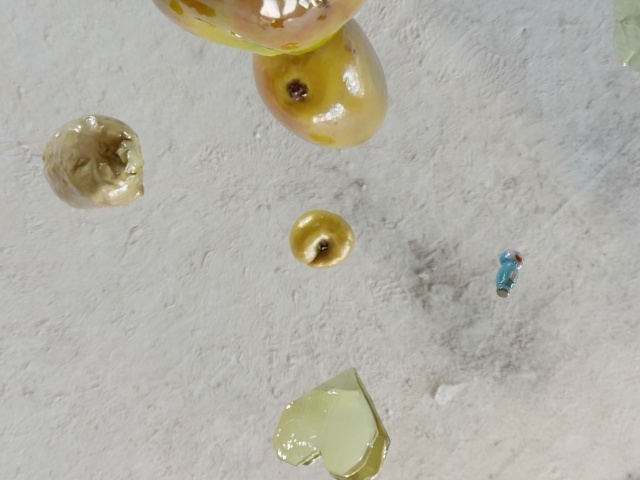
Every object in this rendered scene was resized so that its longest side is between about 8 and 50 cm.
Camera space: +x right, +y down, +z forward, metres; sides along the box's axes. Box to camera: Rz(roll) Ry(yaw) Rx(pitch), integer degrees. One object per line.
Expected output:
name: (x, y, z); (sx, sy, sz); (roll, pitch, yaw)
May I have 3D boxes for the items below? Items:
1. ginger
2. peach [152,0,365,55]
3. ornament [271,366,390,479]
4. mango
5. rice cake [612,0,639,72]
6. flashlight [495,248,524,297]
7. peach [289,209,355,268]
ginger: (-0.354, -0.117, 0.788); (0.152, 0.267, 0.138); (-4, 89, -26)
peach: (-0.071, -0.437, 0.654); (0.369, 0.370, 0.371); (-1, 96, -7)
ornament: (0.022, 0.289, 0.816); (0.059, 0.201, 0.180); (47, 53, -36)
mango: (0.024, -0.354, 1.102); (0.232, 0.445, 0.301); (-15, 88, 26)
rice cake: (0.255, -0.222, 0.318); (0.237, 0.043, 0.127); (-52, 136, -14)
flashlight: (0.382, 0.068, 1.016); (0.051, 0.051, 0.129); (43, 48, -9)
peach: (0.000, 0.000, 1.328); (0.179, 0.103, 0.179); (-1, 129, -2)
